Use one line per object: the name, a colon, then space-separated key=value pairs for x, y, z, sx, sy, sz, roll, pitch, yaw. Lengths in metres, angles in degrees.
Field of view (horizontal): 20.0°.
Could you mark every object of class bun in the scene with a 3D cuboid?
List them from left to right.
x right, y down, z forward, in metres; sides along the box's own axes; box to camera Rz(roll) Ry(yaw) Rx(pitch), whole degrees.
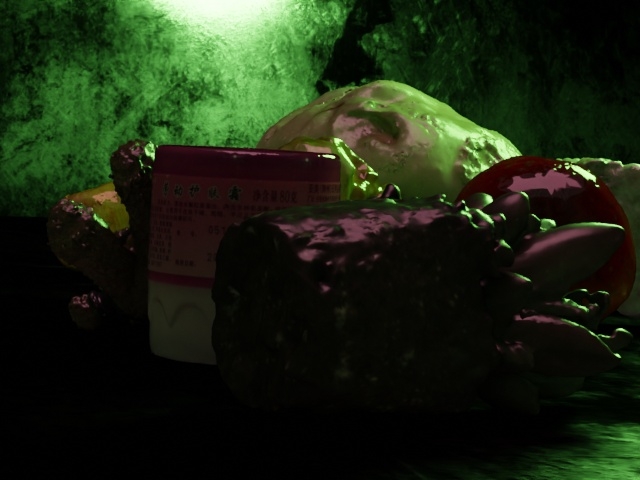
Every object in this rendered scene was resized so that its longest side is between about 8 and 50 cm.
bun: x=0.097 y=-0.063 z=2.304 sx=0.362 sy=0.234 sz=0.326 roll=0 pitch=-28 yaw=12

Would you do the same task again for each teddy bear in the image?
teddy bear: x=-0.177 y=0.020 z=1.785 sx=0.182 sy=0.129 sz=0.251 roll=-38 pitch=-20 yaw=-4

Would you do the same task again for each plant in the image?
plant: x=0.087 y=0.048 z=1.396 sx=0.321 sy=0.181 sz=0.194 roll=-5 pitch=7 yaw=-32

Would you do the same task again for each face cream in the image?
face cream: x=-0.071 y=0.011 z=1.668 sx=0.175 sy=0.194 sz=0.175 roll=3 pitch=2 yaw=0

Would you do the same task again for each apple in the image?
apple: x=-0.297 y=-0.019 z=2.494 sx=0.146 sy=0.146 sz=0.146 roll=3 pitch=4 yaw=0

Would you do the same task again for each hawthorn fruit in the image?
hawthorn fruit: x=0.240 y=0.009 z=1.974 sx=0.215 sy=0.215 sz=0.249 roll=3 pitch=6 yaw=-4

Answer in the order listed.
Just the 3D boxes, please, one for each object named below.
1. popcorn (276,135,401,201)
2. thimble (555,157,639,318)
popcorn: x=0.000 y=0.000 z=1.903 sx=0.225 sy=0.173 sz=0.286 roll=23 pitch=-20 yaw=-18
thimble: x=0.403 y=0.000 z=2.249 sx=0.292 sy=0.195 sz=0.291 roll=3 pitch=3 yaw=0
